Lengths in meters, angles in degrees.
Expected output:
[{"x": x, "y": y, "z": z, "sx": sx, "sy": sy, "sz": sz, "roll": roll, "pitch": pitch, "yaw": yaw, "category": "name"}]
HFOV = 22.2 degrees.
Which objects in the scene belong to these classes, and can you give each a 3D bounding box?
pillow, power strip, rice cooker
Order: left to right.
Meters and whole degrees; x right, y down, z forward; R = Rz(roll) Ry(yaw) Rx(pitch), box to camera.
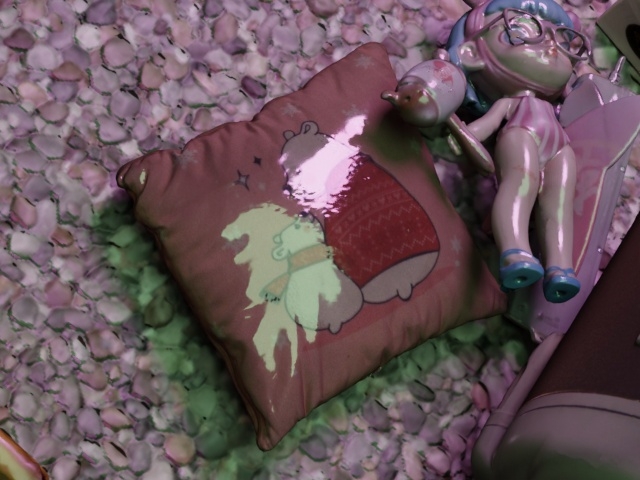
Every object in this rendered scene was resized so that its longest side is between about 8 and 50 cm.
[{"x": 0.000, "y": 0.000, "z": 1.142, "sx": 0.236, "sy": 0.084, "sz": 0.223, "roll": -29, "pitch": 88, "yaw": -23, "category": "pillow"}, {"x": 0.198, "y": -0.033, "z": 1.254, "sx": 0.060, "sy": 0.027, "sz": 0.253, "roll": 24, "pitch": 69, "yaw": -12, "category": "power strip"}, {"x": 0.291, "y": 0.140, "z": 1.087, "sx": 0.335, "sy": 0.335, "sz": 0.325, "roll": 38, "pitch": 67, "yaw": -7, "category": "rice cooker"}]

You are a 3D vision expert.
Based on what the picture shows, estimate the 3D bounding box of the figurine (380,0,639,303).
[{"x": 0.125, "y": -0.075, "z": 1.174, "sx": 0.205, "sy": 0.103, "sz": 0.260, "roll": 10, "pitch": 57, "yaw": -18, "category": "figurine"}]

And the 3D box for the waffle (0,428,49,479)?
[{"x": -0.344, "y": 0.108, "z": 0.973, "sx": 0.328, "sy": 0.098, "sz": 0.224, "roll": 46, "pitch": 66, "yaw": -6, "category": "waffle"}]

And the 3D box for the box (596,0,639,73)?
[{"x": 0.368, "y": -0.137, "z": 1.321, "sx": 0.164, "sy": 0.069, "sz": 0.256, "roll": -41, "pitch": 91, "yaw": -24, "category": "box"}]
